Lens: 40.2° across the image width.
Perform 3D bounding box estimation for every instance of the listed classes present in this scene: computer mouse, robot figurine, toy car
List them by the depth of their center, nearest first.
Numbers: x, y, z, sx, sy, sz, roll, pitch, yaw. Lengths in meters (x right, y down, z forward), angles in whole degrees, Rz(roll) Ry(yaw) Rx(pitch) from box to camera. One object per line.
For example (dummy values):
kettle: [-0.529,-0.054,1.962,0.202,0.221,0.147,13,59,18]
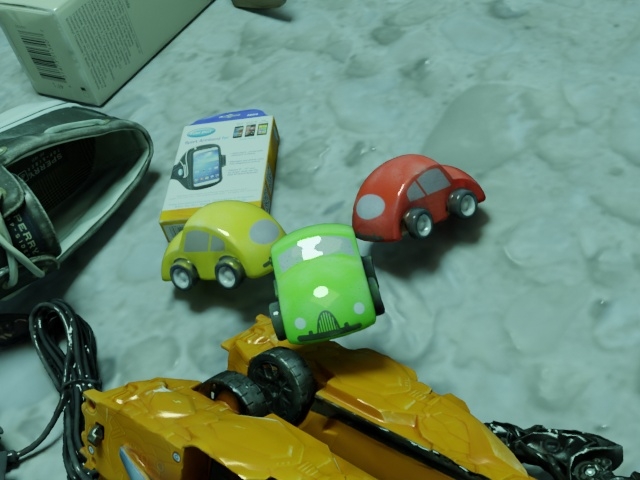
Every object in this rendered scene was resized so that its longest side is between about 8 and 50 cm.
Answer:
robot figurine: [0.032,0.130,0.427,0.291,0.085,0.211,23,28,33]
toy car: [0.000,0.000,0.549,0.239,0.053,0.225,-14,15,2]
computer mouse: [-0.262,0.121,0.560,0.262,0.060,0.184,-20,45,-6]

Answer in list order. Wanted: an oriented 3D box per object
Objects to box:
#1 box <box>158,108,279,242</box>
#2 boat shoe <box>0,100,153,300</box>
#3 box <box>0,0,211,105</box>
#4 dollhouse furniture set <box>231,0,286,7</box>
box: [-0.079,-0.057,0.713,0.081,0.028,0.136,-5,42,10]
boat shoe: [-0.238,-0.016,0.616,0.119,0.121,0.335,1,35,26]
box: [-0.192,-0.265,0.892,0.094,0.113,0.275,15,50,29]
dollhouse furniture set: [-0.005,-0.377,0.852,0.212,0.242,0.161,-42,37,-26]
